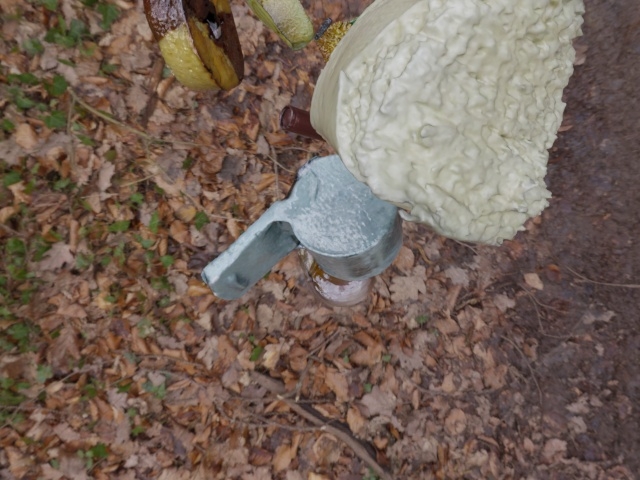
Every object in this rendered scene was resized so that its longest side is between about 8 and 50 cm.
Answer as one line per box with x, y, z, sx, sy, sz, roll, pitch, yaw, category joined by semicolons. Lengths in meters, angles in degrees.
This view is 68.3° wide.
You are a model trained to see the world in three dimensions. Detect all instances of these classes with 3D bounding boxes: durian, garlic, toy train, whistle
0.111;-0.679;1.648;0.137;0.249;0.183;19;132;33;durian
0.034;0.074;1.111;0.190;0.214;0.160;7;83;-14;garlic
0.008;-0.665;1.483;0.017;0.017;0.083;46;135;-5;toy train
-0.020;-0.022;0.852;0.403;0.168;0.189;-13;69;9;whistle

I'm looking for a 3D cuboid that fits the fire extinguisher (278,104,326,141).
-0.019;-0.432;1.781;0.268;0.104;0.105;8;100;-36;fire extinguisher

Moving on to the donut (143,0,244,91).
-0.168;-0.291;0.635;0.073;0.166;0.184;-9;127;15;donut

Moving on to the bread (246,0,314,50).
-0.123;-0.750;1.570;0.124;0.186;0.257;-44;96;4;bread

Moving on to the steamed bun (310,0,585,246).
0.158;-0.169;0.543;0.290;0.273;0.272;24;109;-39;steamed bun

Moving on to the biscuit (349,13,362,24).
0.120;-0.554;1.253;0.046;0.016;0.089;-32;108;13;biscuit
